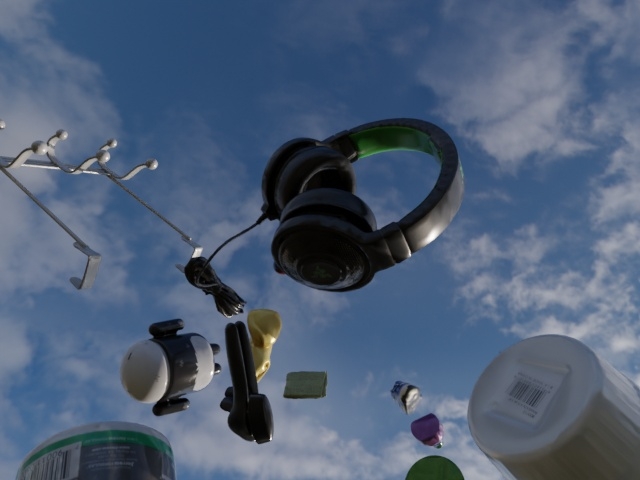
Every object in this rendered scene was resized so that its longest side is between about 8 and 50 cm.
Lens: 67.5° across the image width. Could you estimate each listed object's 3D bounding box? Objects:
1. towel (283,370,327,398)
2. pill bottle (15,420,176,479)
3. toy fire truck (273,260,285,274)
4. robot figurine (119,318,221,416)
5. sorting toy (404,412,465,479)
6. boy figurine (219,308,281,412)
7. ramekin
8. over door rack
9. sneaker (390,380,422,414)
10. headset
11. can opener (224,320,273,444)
[{"bbox_3d":[-0.049,0.488,1.613,0.148,0.110,0.027,-5,-56,10],"label":"towel"},{"bbox_3d":[-0.260,0.417,0.547,0.204,0.361,0.204,-11,-51,-14],"label":"pill bottle"},{"bbox_3d":[0.000,0.000,1.243,0.254,0.302,0.169,-27,-69,13],"label":"toy fire truck"},{"bbox_3d":[-0.410,0.347,1.324,0.209,0.278,0.173,51,-63,27],"label":"robot figurine"},{"bbox_3d":[0.252,0.545,0.967,0.127,0.365,0.126,-21,-52,20],"label":"sorting toy"},{"bbox_3d":[-0.171,0.301,1.192,0.092,0.177,0.285,18,-69,-1],"label":"boy figurine"},{"bbox_3d":[0.386,0.292,0.810,0.135,0.277,0.277,44,-63,-13],"label":"ramekin"},{"bbox_3d":[-0.359,-0.079,0.798,0.324,0.239,0.108,47,-69,17],"label":"over door rack"},{"bbox_3d":[0.234,0.441,1.358,0.081,0.080,0.211,29,-17,23],"label":"sneaker"},{"bbox_3d":[0.003,-0.018,0.653,0.394,0.243,0.185,-24,-49,6],"label":"headset"},{"bbox_3d":[-0.114,0.216,0.737,0.073,0.059,0.186,-16,-104,11],"label":"can opener"}]
